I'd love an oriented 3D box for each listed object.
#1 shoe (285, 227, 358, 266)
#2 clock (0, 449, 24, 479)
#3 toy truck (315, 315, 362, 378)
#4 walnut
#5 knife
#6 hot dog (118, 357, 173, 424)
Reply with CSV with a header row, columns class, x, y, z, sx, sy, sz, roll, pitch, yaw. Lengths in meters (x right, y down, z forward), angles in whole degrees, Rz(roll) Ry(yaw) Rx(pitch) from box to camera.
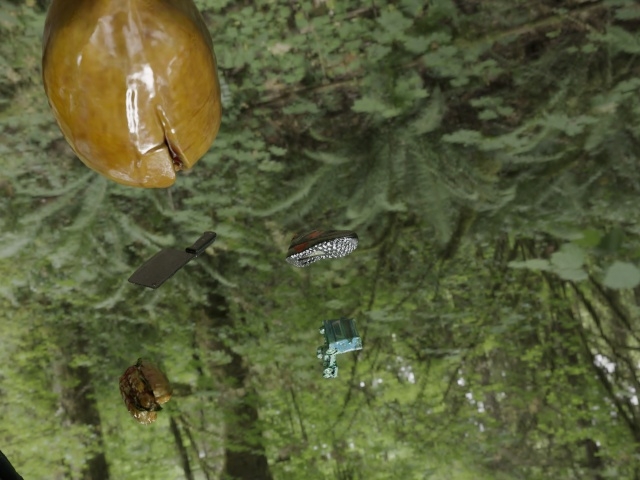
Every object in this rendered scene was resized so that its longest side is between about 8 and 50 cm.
class,x,y,z,sx,sy,sz,roll,pitch,yaw
shoe,0.001,-0.001,1.686,0.194,0.077,0.074,-19,142,34
clock,-0.514,0.382,1.014,0.067,0.325,0.325,-37,177,0
toy truck,0.039,0.230,1.530,0.081,0.067,0.175,-9,143,-10
walnut,-0.212,-0.191,0.831,0.209,0.209,0.336,-11,157,-14
knife,-0.278,0.030,1.390,0.072,0.019,0.245,14,-154,16
hot dog,-0.361,0.295,1.472,0.104,0.076,0.250,-56,-161,-7
